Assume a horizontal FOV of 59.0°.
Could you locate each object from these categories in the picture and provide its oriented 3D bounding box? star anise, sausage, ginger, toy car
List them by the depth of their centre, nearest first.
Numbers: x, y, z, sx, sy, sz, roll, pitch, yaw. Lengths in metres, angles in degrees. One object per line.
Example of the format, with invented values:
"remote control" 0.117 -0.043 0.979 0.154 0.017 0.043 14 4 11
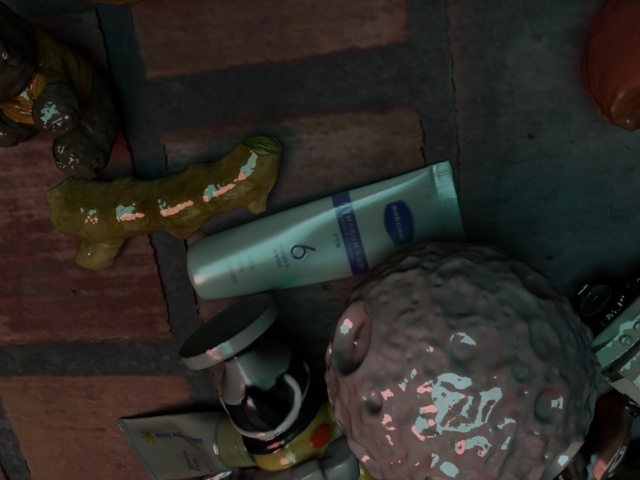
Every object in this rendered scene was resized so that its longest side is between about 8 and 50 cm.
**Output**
"sausage" 0.346 -0.195 0.462 0.254 0.148 0.148 -25 105 18
"toy car" 0.405 0.056 0.561 0.193 0.118 0.301 39 109 -4
"ginger" -0.176 -0.049 0.641 0.298 0.065 0.118 -16 121 16
"star anise" 0.303 0.294 0.680 0.288 0.088 0.288 -1 102 -4

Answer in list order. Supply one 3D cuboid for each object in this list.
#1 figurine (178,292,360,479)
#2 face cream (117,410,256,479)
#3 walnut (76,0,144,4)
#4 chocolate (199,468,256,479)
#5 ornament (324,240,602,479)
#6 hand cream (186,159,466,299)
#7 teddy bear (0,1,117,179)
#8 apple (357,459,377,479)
"figurine" -0.049 0.186 0.649 0.133 0.176 0.236 -29 101 5
"face cream" -0.176 0.282 0.775 0.224 0.070 0.114 -15 108 24
"walnut" -0.161 -0.312 0.502 0.238 0.141 0.204 34 123 -7
"chocolate" -0.082 0.476 0.736 0.303 0.303 0.213 -15 125 14
"ornament" 0.122 0.124 0.555 0.225 0.259 0.259 20 115 -26
"hand cream" 0.000 0.000 0.648 0.320 0.067 0.109 -14 107 6
"teddy bear" -0.300 -0.163 0.557 0.177 0.190 0.140 23 83 20
"apple" 0.044 0.279 0.727 0.083 0.071 0.084 3 110 8
